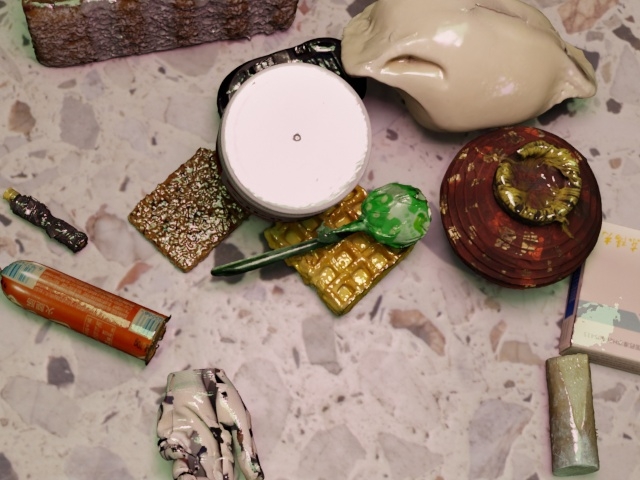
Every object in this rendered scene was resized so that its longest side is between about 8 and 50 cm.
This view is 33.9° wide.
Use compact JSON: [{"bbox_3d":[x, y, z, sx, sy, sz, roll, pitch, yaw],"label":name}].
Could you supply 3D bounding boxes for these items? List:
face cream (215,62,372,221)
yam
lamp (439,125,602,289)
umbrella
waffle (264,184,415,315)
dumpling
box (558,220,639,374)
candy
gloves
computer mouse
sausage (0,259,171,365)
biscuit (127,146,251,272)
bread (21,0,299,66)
[{"bbox_3d":[-0.041,-0.128,1.432,0.201,0.187,0.201,0,88,-8],"label":"face cream"},{"bbox_3d":[0.355,0.245,1.481,0.068,0.068,0.169,0,74,-3],"label":"yam"},{"bbox_3d":[0.284,-0.050,1.489,0.247,0.247,0.247,1,73,-3],"label":"lamp"},{"bbox_3d":[-0.404,-0.031,1.536,0.144,0.040,0.037,33,82,8],"label":"umbrella"},{"bbox_3d":[0.012,-0.013,1.546,0.211,0.055,0.160,44,74,9],"label":"waffle"},{"bbox_3d":[0.216,-0.300,1.569,0.395,0.233,0.315,1,41,-11],"label":"dumpling"},{"bbox_3d":[0.537,0.108,1.536,0.343,0.065,0.200,15,73,1],"label":"box"},{"bbox_3d":[-0.001,-0.002,1.478,0.323,0.097,0.097,-18,74,-2],"label":"candy"},{"bbox_3d":[-0.155,0.281,1.421,0.127,0.111,0.212,5,67,-27],"label":"gloves"},{"bbox_3d":[-0.044,-0.217,1.588,0.233,0.096,0.137,-22,83,-12],"label":"computer mouse"},{"bbox_3d":[-0.345,0.089,1.485,0.264,0.083,0.083,23,73,5],"label":"sausage"},{"bbox_3d":[-0.162,-0.072,1.570,0.131,0.026,0.237,44,76,8],"label":"biscuit"},{"bbox_3d":[-0.238,-0.365,1.587,0.416,0.165,0.113,-11,68,-6],"label":"bread"}]
